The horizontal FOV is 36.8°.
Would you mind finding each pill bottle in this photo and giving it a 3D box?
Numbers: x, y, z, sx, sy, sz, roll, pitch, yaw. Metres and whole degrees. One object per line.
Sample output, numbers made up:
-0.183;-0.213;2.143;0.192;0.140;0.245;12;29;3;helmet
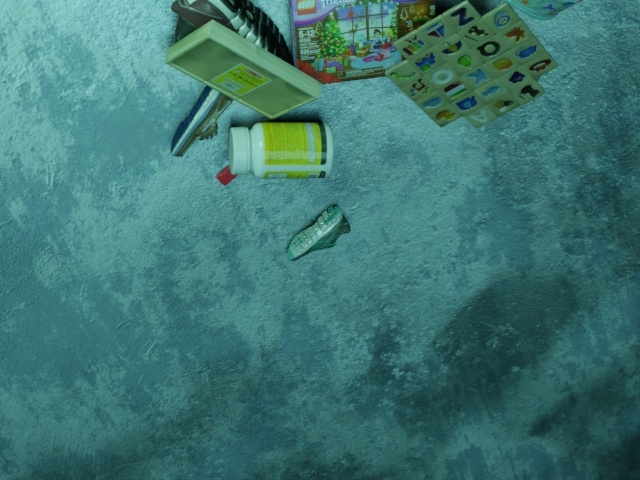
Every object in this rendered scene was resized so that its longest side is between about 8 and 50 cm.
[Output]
-0.084;-0.188;2.014;0.209;0.119;0.119;-1;120;-12;pill bottle

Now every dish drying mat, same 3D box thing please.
-0.186;-0.153;2.077;0.083;0.008;0.032;-39;121;11;dish drying mat

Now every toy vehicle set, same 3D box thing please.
-0.149;-0.327;1.878;0.267;0.035;0.166;25;156;-33;toy vehicle set

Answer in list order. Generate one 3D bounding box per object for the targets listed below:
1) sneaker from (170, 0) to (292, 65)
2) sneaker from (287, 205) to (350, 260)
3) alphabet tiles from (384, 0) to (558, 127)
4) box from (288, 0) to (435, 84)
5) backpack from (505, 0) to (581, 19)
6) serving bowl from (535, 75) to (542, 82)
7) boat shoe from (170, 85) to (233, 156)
-0.186;-0.398;1.898;0.163;0.106;0.281;-20;135;27;sneaker
0.000;0.000;2.179;0.166;0.065;0.076;-38;124;12;sneaker
0.312;-0.354;1.979;0.285;0.011;0.343;-27;141;27;alphabet tiles
0.086;-0.429;1.946;0.294;0.057;0.200;-9;121;-7;box
0.416;-0.553;1.833;0.225;0.253;0.191;24;154;-24;backpack
0.439;-0.369;2.078;0.083;0.027;0.083;-6;120;-10;serving bowl
-0.242;-0.239;1.980;0.066;0.066;0.183;29;110;-27;boat shoe
